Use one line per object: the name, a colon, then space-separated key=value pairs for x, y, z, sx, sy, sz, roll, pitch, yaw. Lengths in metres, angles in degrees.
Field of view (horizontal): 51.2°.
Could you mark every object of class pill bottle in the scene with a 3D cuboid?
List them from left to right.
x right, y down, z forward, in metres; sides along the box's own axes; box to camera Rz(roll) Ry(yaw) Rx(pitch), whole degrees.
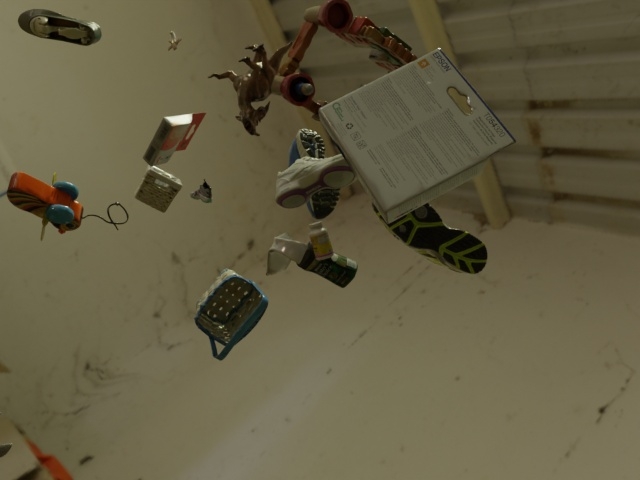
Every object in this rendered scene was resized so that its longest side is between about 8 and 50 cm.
pill bottle: x=0.000 y=0.000 z=1.520 sx=0.043 sy=0.043 sz=0.083 roll=-5 pitch=-78 yaw=59

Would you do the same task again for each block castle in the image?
block castle: x=0.119 y=-0.425 z=1.832 sx=0.453 sy=0.303 sz=0.213 roll=26 pitch=2 yaw=-32

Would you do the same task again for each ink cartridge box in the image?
ink cartridge box: x=-0.390 y=-0.278 z=1.835 sx=0.045 sy=0.179 sz=0.145 roll=46 pitch=-59 yaw=14
ink cartridge box: x=0.212 y=-0.244 z=1.515 sx=0.324 sy=0.330 sz=0.071 roll=60 pitch=-6 yaw=27

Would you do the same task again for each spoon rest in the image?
spoon rest: x=-0.109 y=0.031 z=1.855 sx=0.084 sy=0.137 sz=0.276 roll=27 pitch=-12 yaw=-10

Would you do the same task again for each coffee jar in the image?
coffee jar: x=0.019 y=0.076 z=2.128 sx=0.184 sy=0.079 sz=0.096 roll=26 pitch=-49 yaw=-17

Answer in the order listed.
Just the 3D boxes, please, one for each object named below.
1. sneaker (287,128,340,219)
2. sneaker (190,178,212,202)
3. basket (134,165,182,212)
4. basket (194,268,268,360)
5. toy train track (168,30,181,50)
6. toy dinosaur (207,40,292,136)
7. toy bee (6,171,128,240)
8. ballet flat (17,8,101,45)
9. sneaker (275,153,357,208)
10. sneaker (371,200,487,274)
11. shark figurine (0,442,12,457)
sneaker: x=-0.035 y=-0.208 z=2.253 sx=0.147 sy=0.130 sz=0.330 roll=-44 pitch=-131 yaw=45
sneaker: x=-0.371 y=-0.160 z=2.090 sx=0.098 sy=0.038 sz=0.069 roll=18 pitch=-72 yaw=37
basket: x=-0.492 y=-0.157 z=2.018 sx=0.113 sy=0.103 sz=0.167 roll=28 pitch=3 yaw=-17
basket: x=-0.287 y=0.234 z=2.210 sx=0.201 sy=0.255 sz=0.289 roll=39 pitch=5 yaw=-24
toy train track: x=-0.386 y=-0.525 z=1.741 sx=0.014 sy=0.048 sz=0.083 roll=39 pitch=24 yaw=-45
toy dinosaur: x=-0.175 y=-0.437 z=1.894 sx=0.127 sy=0.296 sz=0.200 roll=3 pitch=-46 yaw=50
toy bee: x=-0.704 y=-0.070 z=1.794 sx=0.298 sy=0.195 sz=0.162 roll=40 pitch=-46 yaw=-19
ballet flat: x=-0.661 y=-0.534 z=1.673 sx=0.213 sy=0.068 sz=0.072 roll=8 pitch=-61 yaw=-2
sneaker: x=-0.008 y=-0.213 z=1.997 sx=0.114 sy=0.305 sz=0.152 roll=48 pitch=26 yaw=-49
sneaker: x=0.297 y=-0.013 z=1.944 sx=0.384 sy=0.145 sz=0.147 roll=36 pitch=-16 yaw=-11
shark figurine: x=-0.759 y=0.384 z=1.438 sx=0.116 sy=0.166 sz=0.278 roll=43 pitch=29 yaw=-52
